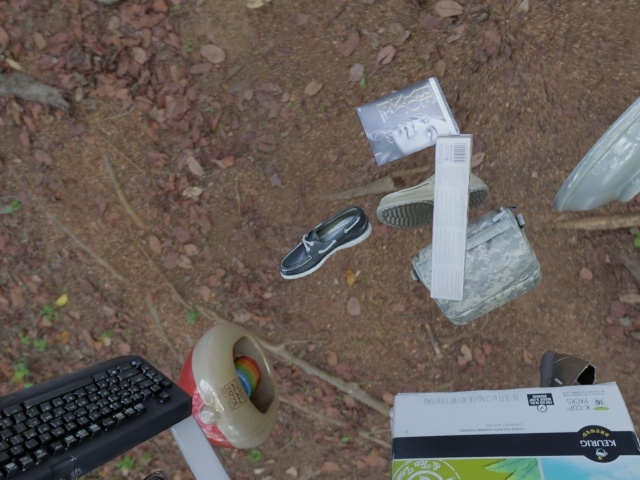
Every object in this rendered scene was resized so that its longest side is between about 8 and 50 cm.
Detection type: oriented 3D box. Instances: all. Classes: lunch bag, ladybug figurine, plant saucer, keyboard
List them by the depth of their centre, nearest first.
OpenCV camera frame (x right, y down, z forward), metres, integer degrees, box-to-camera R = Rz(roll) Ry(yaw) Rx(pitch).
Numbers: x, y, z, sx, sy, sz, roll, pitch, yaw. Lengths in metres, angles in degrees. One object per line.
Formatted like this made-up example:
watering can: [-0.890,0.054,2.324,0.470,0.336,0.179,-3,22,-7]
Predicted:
keyboard: [-0.248,0.204,0.480,0.201,0.317,0.033,32,114,25]
plant saucer: [0.648,-0.185,1.031,0.100,0.400,0.400,48,122,23]
ladybug figurine: [-0.233,0.367,1.290,0.162,0.449,0.305,-27,86,5]
lunch bag: [0.411,0.058,1.370,0.305,0.256,0.212,-30,58,14]

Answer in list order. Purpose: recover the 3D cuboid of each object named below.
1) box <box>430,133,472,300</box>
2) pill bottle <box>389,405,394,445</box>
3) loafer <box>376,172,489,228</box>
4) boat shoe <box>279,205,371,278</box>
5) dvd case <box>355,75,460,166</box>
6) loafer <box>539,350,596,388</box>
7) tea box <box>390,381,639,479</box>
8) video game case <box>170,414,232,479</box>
box: [0.254,-0.044,1.007,0.067,0.063,0.324,3,109,19]
pill bottle: [0.295,0.640,1.538,0.161,0.161,0.283,-4,90,21]
loafer: [0.264,-0.103,1.253,0.268,0.092,0.102,-12,138,1]
boat shoe: [0.000,0.000,1.497,0.302,0.114,0.091,-34,134,-2]
dvd case: [0.221,-0.303,1.314,0.221,0.018,0.164,-21,84,2]
loafer: [0.555,0.373,1.149,0.130,0.366,0.134,-10,116,31]
tea box: [0.278,0.400,0.721,0.329,0.323,0.220,-9,128,16]
video game case: [-0.070,0.415,0.655,0.329,0.036,0.300,44,153,37]
